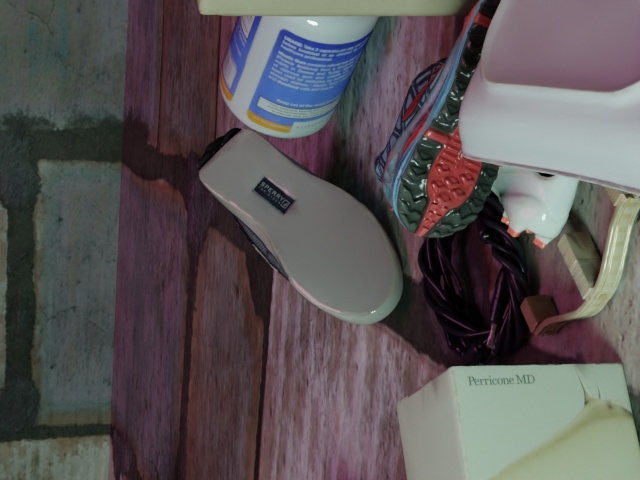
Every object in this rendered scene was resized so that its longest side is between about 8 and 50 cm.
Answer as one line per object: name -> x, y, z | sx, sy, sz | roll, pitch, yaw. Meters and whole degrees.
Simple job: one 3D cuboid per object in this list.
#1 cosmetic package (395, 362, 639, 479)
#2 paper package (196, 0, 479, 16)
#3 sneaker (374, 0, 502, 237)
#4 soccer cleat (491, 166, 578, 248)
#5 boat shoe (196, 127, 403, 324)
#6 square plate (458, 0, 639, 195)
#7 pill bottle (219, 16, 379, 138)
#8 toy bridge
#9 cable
cosmetic package -> 0.168, 0.256, 1.008 | 0.113, 0.160, 0.309 | 133, 133, -61
paper package -> 0.057, -0.343, 1.069 | 0.168, 0.325, 0.309 | -114, 29, -43
sneaker -> 0.122, -0.138, 1.125 | 0.262, 0.104, 0.125 | -57, 29, 8
soccer cleat -> 0.170, -0.066, 1.158 | 0.076, 0.068, 0.196 | -61, 28, 18
boat shoe -> 0.000, 0.000, 1.573 | 0.340, 0.127, 0.158 | 46, 180, 36
square plate -> 0.216, -0.202, 0.848 | 0.347, 0.049, 0.344 | -65, 20, 0
pill bottle -> -0.016, -0.255, 1.534 | 0.272, 0.152, 0.152 | 118, 146, -51
toy bridge -> 0.216, 0.021, 1.071 | 0.188, 0.026, 0.063 | 113, 148, -47
cable -> 0.142, 0.024, 1.244 | 0.150, 0.047, 0.184 | 121, 145, -55
